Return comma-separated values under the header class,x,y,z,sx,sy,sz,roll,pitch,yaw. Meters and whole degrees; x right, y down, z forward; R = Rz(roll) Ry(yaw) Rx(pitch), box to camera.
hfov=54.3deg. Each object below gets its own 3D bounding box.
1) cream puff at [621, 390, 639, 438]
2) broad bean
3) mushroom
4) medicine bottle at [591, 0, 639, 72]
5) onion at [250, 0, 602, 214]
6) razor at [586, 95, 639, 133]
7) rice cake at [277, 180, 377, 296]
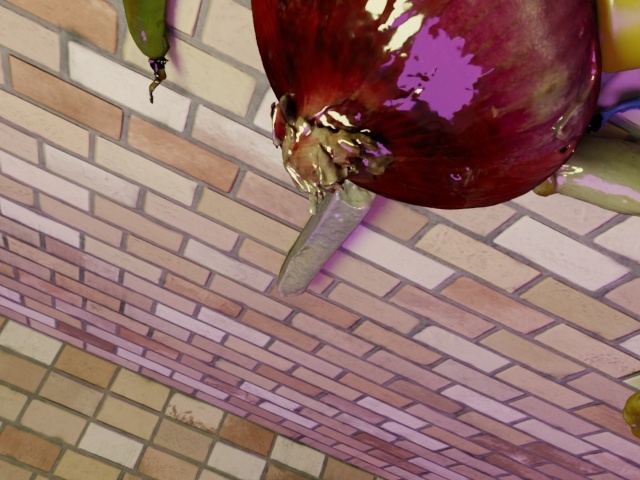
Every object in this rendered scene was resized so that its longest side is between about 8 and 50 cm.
class,x,y,z,sx,sy,sz,roll,pitch,yaw
cream puff,0.627,0.302,1.107,0.146,0.116,0.146,29,139,28
broad bean,-0.196,-0.299,0.710,0.075,0.067,0.325,48,154,15
mushroom,0.385,-0.061,0.700,0.312,0.100,0.081,15,125,11
medicine bottle,0.324,-0.209,0.486,0.212,0.122,0.122,-6,141,19
onion,0.057,-0.149,0.558,0.347,0.285,0.347,36,160,16
razor,0.398,-0.129,0.638,0.253,0.042,0.082,5,-173,22
rice cake,0.000,0.000,1.037,0.064,0.070,0.399,21,149,-9
